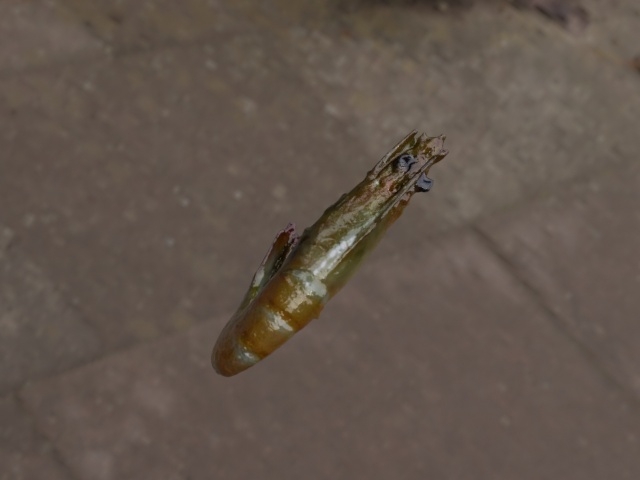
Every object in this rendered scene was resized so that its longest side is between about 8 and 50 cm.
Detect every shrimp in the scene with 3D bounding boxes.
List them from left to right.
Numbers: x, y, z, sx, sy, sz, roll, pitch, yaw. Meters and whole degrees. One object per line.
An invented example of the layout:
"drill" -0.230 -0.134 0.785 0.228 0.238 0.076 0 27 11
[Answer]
"shrimp" 0.000 0.000 0.667 0.023 0.114 0.083 41 7 -11
